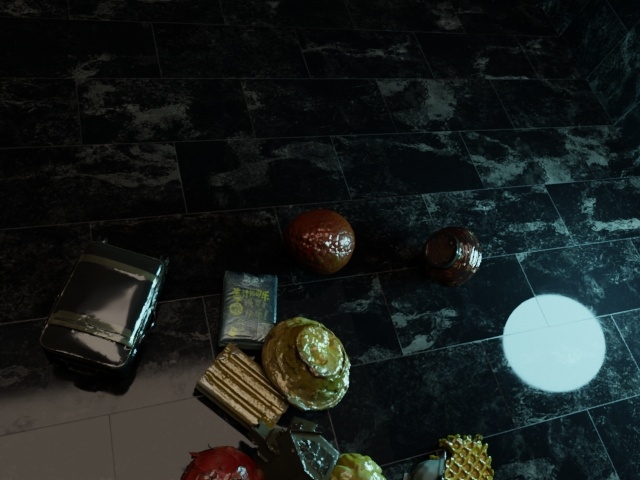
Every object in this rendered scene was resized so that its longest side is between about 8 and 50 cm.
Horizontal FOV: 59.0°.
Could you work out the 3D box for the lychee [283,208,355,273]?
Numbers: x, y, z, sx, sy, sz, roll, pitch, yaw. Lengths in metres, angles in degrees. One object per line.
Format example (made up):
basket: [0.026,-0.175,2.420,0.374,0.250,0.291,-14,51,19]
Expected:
lychee: [0.000,0.000,2.046,0.255,0.255,0.300,34,23,3]

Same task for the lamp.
lamp: [0.503,0.062,2.180,0.247,0.247,0.247,8,59,-13]

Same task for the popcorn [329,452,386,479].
popcorn: [0.102,0.768,1.640,0.252,0.215,0.286,-15,62,24]

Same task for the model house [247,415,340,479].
model house: [-0.098,0.604,1.654,0.243,0.211,0.204,42,36,-4]

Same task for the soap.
soap: [-0.233,0.470,1.775,0.274,0.089,0.173,37,55,5]

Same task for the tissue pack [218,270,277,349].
tissue pack: [-0.242,0.235,1.914,0.185,0.081,0.257,8,59,-14]

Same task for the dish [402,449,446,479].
dish: [0.294,0.776,1.679,0.120,0.303,0.303,9,56,14]

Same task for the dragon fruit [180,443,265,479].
dragon fruit: [-0.269,0.692,1.557,0.252,0.241,0.241,14,56,10]

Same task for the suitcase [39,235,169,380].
suitcase: [-0.647,0.204,1.737,0.283,0.194,0.434,18,58,-7]

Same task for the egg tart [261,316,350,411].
egg tart: [-0.023,0.381,1.822,0.341,0.129,0.341,26,42,-26]

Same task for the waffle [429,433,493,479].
waffle: [0.473,0.757,1.861,0.228,0.051,0.232,0,62,-21]
